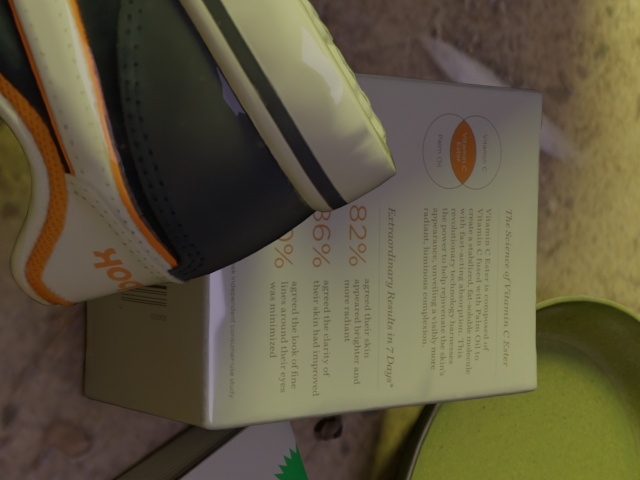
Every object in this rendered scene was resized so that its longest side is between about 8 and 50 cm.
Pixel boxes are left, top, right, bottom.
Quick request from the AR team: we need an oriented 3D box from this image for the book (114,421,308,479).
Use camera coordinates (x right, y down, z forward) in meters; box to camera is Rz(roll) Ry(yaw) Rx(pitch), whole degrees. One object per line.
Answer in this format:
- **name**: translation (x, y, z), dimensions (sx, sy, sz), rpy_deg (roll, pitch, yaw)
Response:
- **book**: translation (-0.060, 0.139, 0.525), dimensions (0.144, 0.035, 0.096), rpy_deg (-34, 117, -34)

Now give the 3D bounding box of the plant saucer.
- **plant saucer**: translation (0.113, 0.147, 0.661), dimensions (0.241, 0.037, 0.240), rpy_deg (-2, 93, -40)

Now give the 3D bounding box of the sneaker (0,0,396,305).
- **sneaker**: translation (-0.107, -0.131, 0.393), dimensions (0.127, 0.126, 0.321), rpy_deg (-29, 81, 7)

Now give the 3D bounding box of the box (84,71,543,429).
- **box**: translation (0.000, 0.000, 0.524), dimensions (0.171, 0.091, 0.130), rpy_deg (0, 91, -39)
